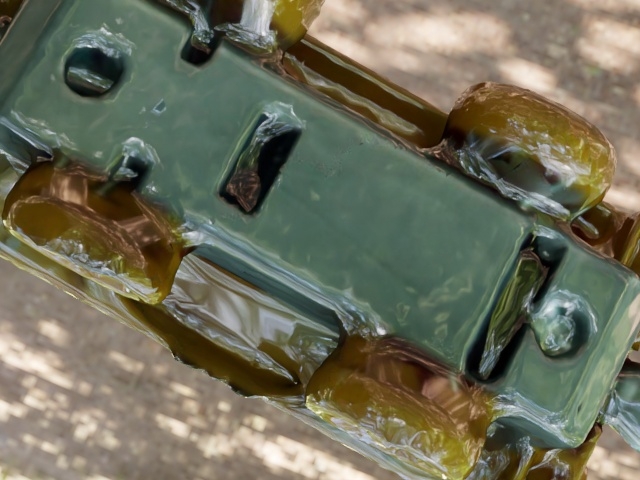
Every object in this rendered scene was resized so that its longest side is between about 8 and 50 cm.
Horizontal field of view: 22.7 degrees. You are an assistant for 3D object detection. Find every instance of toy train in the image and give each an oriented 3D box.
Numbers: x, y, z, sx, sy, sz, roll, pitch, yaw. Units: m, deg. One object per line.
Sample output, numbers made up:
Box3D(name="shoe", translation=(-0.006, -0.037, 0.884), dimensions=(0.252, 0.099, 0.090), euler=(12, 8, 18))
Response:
Box3D(name="toy train", translation=(0.000, 0.000, 0.721), dimensions=(0.369, 0.163, 0.231), euler=(29, 168, -4))
